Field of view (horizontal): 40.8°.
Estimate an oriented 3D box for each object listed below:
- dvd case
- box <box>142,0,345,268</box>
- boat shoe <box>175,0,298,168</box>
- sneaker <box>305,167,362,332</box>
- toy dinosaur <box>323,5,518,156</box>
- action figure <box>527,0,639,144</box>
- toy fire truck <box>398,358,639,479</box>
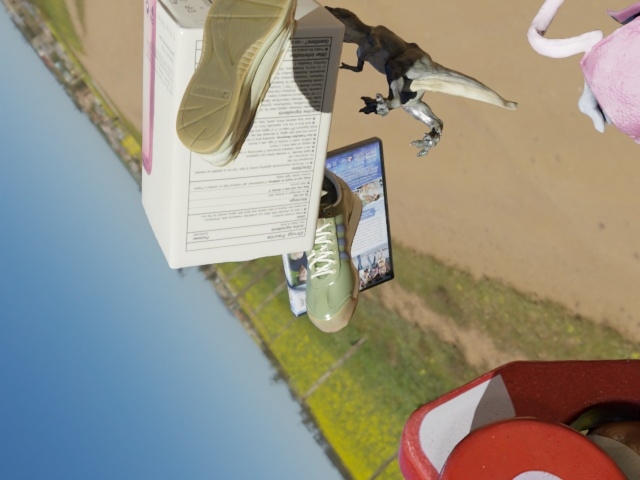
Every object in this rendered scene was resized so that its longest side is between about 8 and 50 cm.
[{"bbox_3d":[0.023,-0.018,1.303,0.022,0.180,0.253,43,147,52],"label":"dvd case"},{"bbox_3d":[-0.080,-0.109,0.796,0.127,0.148,0.232,-126,37,-48],"label":"box"},{"bbox_3d":[-0.051,-0.125,0.594,0.056,0.153,0.048,15,171,21],"label":"boat shoe"},{"bbox_3d":[0.000,0.000,0.945,0.086,0.064,0.192,50,-144,-42],"label":"sneaker"},{"bbox_3d":[0.096,-0.164,0.920,0.268,0.118,0.064,23,150,-13],"label":"toy dinosaur"},{"bbox_3d":[0.426,-0.217,0.772,0.275,0.248,0.370,39,152,-21],"label":"action figure"},{"bbox_3d":[0.192,0.187,0.454,0.302,0.253,0.169,55,155,32],"label":"toy fire truck"}]
